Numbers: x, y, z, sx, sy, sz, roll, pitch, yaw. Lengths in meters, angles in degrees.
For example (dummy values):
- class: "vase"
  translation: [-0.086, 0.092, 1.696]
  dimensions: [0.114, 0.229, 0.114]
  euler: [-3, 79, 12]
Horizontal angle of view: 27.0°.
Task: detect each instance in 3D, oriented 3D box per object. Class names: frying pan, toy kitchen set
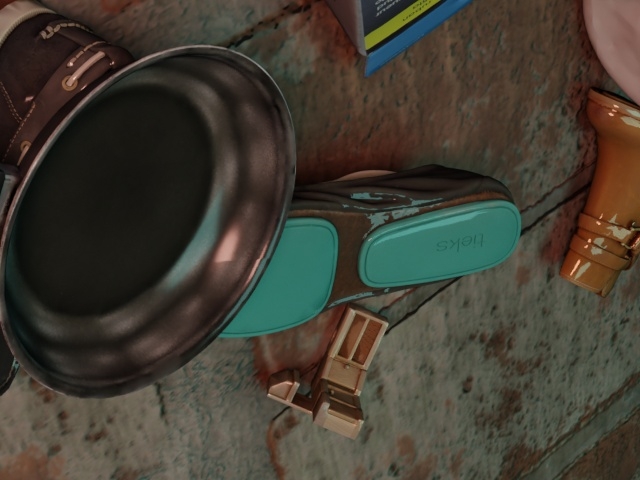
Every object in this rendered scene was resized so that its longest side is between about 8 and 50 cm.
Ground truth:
- class: "frying pan"
  translation: [-0.134, 0.005, 0.645]
  dimensions: [0.326, 0.053, 0.197]
  euler: [-20, 129, -43]
- class: "toy kitchen set"
  translation: [0.006, 0.088, 0.973]
  dimensions: [0.068, 0.083, 0.075]
  euler: [23, 102, -8]

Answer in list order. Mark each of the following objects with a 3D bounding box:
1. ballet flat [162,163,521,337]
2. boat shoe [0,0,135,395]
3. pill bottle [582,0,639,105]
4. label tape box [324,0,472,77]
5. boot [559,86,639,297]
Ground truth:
- class: "ballet flat"
  translation: [0.000, 0.000, 0.872]
  dimensions: [0.281, 0.096, 0.095]
  euler: [-8, 122, -32]
- class: "boat shoe"
  translation: [-0.159, -0.007, 0.719]
  dimensions: [0.084, 0.079, 0.233]
  euler: [-33, 145, -65]
- class: "pill bottle"
  translation: [0.348, -0.220, 1.023]
  dimensions: [0.278, 0.162, 0.162]
  euler: [-39, 137, -20]
- class: "label tape box"
  translation: [0.087, -0.241, 0.723]
  dimensions: [0.249, 0.115, 0.347]
  euler: [-37, 173, -2]
- class: "boot"
  translation: [0.244, -0.033, 1.120]
  dimensions: [0.197, 0.073, 0.152]
  euler: [30, 98, -48]
